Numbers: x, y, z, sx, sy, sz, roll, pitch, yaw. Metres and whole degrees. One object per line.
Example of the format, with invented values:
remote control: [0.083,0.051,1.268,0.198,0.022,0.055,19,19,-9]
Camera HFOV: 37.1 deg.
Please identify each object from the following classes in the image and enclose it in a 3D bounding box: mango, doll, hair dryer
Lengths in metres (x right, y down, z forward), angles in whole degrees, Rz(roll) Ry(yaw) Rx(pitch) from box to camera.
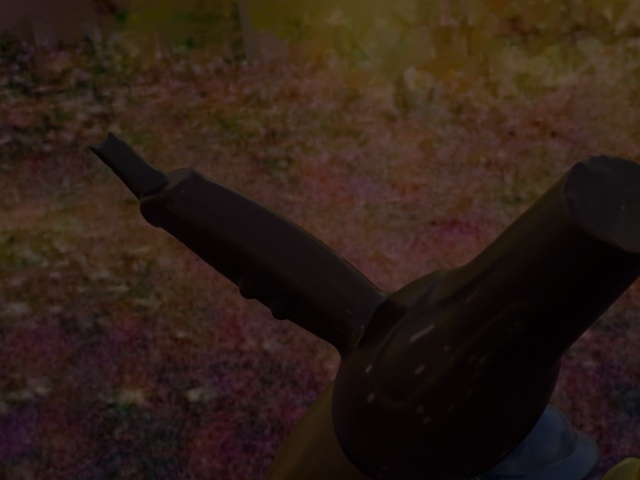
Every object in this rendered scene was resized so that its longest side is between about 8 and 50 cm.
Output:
mango: [0.024,0.212,0.835,0.138,0.253,0.113,27,13,-35]
doll: [0.222,0.265,0.795,0.145,0.363,0.199,2,57,52]
hair dryer: [0.000,0.000,0.581,0.340,0.312,0.123,34,53,8]
